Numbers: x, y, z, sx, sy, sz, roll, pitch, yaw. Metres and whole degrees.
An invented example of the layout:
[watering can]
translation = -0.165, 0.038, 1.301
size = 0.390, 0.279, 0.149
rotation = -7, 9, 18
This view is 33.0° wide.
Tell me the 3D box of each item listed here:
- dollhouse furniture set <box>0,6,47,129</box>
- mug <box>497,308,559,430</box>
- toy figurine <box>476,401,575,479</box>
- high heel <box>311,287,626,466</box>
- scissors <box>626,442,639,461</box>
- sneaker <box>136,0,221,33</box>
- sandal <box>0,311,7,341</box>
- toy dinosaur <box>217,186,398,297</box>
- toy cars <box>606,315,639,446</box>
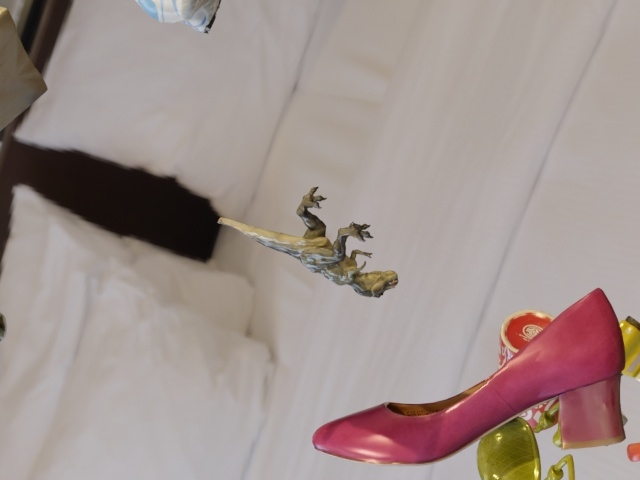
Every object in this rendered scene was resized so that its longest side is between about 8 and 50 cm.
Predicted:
[dollhouse furniture set]
translation = -0.287, -0.138, 0.652
size = 0.129, 0.183, 0.129
rotation = 18, 53, 33
[mug]
translation = 0.334, 0.189, 1.616
size = 0.113, 0.150, 0.169
rotation = -91, -7, -46
[toy figurine]
translation = 0.183, 0.371, 1.293
size = 0.191, 0.217, 0.362
rotation = 125, 146, -60
[high heel]
translation = 0.169, 0.163, 1.285
size = 0.127, 0.377, 0.181
rotation = -32, -65, -85
[scissors]
translation = 0.394, 0.179, 0.986
size = 0.109, 0.297, 0.021
rotation = -23, 71, 44
[sneaker]
translation = -0.158, -0.285, 1.219
size = 0.237, 0.086, 0.085
rotation = -55, -14, -81
[sandal]
translation = -0.371, 0.101, 0.822
size = 0.120, 0.303, 0.086
rotation = -10, 92, 30
[toy dinosaur]
translation = 0.000, 0.000, 1.468
size = 0.118, 0.268, 0.064
rotation = -57, 13, 39
[toy cars]
translation = 0.554, 0.281, 1.998
size = 0.087, 0.176, 0.393
rotation = 39, 144, 29
